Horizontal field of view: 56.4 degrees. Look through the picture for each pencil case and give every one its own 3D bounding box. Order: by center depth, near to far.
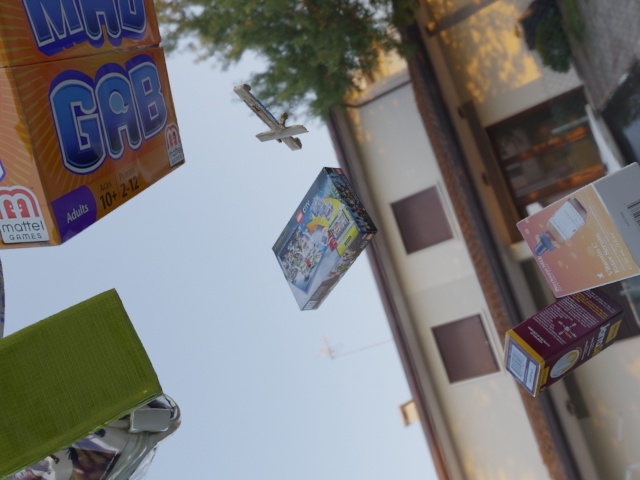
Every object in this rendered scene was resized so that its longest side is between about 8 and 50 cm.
[{"bbox_3d":[-0.300,0.338,0.649,0.160,0.183,0.410,28,-95,-52],"label":"pencil case"}]

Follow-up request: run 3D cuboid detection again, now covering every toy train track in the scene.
[{"bbox_3d":[-0.040,-0.100,0.477,0.083,0.048,0.014,40,-128,-49],"label":"toy train track"}]

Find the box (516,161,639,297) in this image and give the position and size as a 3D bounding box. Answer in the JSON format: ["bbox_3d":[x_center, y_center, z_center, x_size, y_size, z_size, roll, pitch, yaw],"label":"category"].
[{"bbox_3d":[0.382,-0.008,0.834,0.091,0.170,0.130,-23,-99,-21],"label":"box"}]

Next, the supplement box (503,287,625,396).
[{"bbox_3d":[0.413,0.167,1.022,0.081,0.188,0.104,49,160,42],"label":"supplement box"}]

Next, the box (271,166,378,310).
[{"bbox_3d":[0.000,0.000,1.121,0.044,0.233,0.159,1,-131,-37],"label":"box"}]

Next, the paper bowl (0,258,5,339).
[{"bbox_3d":[-0.586,0.122,0.883,0.148,0.284,0.284,6,-117,-43],"label":"paper bowl"}]

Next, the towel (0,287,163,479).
[{"bbox_3d":[-0.251,0.131,0.458,0.102,0.237,0.021,64,162,2],"label":"towel"}]

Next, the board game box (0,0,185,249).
[{"bbox_3d":[-0.425,-0.209,0.733,0.356,0.356,0.356,-67,-28,-67],"label":"board game box"}]
